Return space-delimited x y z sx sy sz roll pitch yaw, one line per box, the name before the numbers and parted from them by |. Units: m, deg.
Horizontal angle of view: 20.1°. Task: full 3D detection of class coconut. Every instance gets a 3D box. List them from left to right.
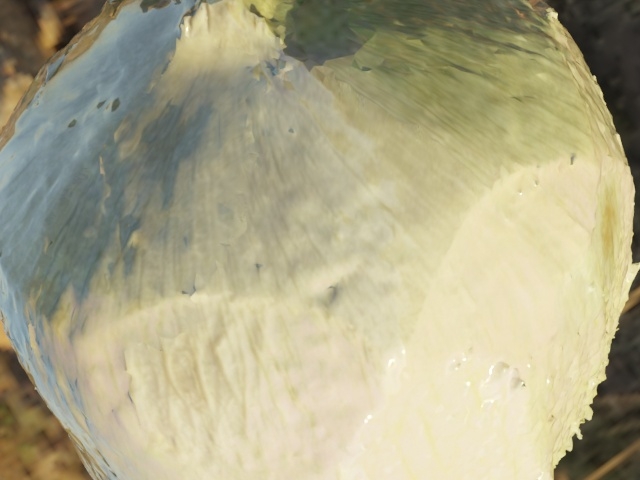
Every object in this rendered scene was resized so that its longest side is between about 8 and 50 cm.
coconut | -0.003 0.001 0.503 0.194 0.194 0.194 43 151 31
